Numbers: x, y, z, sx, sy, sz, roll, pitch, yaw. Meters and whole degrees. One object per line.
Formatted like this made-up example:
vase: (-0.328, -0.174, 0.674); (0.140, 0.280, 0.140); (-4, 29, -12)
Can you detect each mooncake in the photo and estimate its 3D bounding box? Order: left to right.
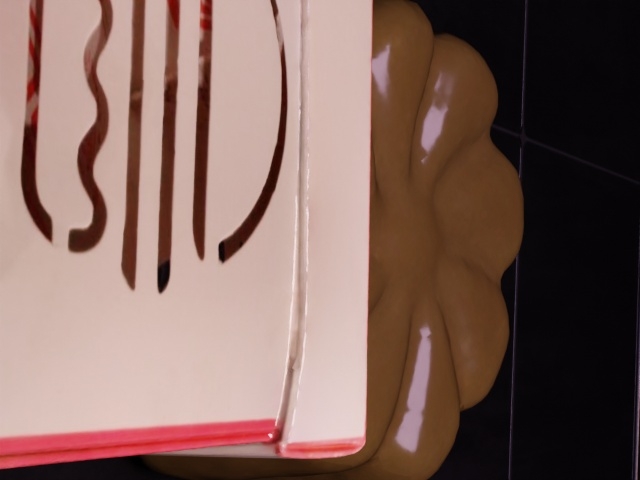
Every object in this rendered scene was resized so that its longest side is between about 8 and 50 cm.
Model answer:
mooncake: (0.000, 0.000, 1.171); (0.378, 0.201, 0.378); (1, 89, -63)

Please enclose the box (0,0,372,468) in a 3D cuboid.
box: (-0.175, -0.063, 0.699); (0.300, 0.312, 0.314); (8, 83, -61)
